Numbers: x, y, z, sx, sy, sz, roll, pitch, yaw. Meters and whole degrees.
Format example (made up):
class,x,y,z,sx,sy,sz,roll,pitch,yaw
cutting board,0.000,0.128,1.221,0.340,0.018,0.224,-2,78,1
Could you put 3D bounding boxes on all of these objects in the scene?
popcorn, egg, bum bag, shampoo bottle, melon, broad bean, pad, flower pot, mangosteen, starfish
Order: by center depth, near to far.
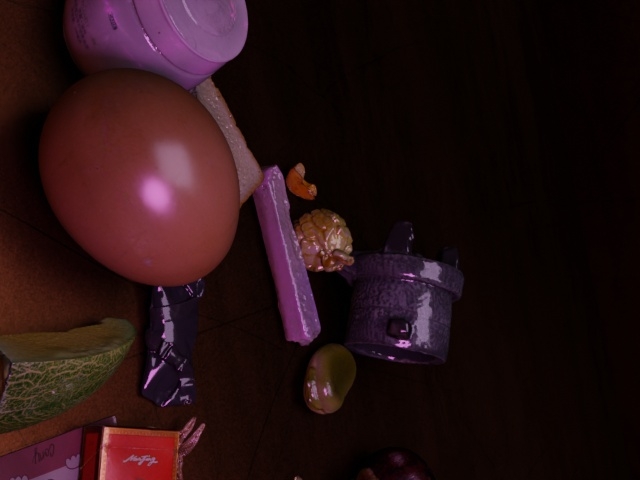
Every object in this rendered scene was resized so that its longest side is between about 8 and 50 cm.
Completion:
class,x,y,z,sx,sy,sz,roll,pitch,yaw
melon,-0.393,0.195,1.350,0.124,0.196,0.323,55,31,15
pad,-0.420,0.413,1.369,0.299,0.005,0.202,-11,89,-52
egg,-0.286,-0.100,1.426,0.374,0.301,0.301,53,44,-15
shampoo bottle,-0.289,-0.389,1.528,0.273,0.266,0.273,24,60,-48
starfish,-0.262,0.386,1.547,0.133,0.041,0.130,-10,83,-25
bum bag,-0.264,0.175,1.582,0.123,0.060,0.248,11,73,-50
broad bean,0.015,0.299,1.892,0.124,0.082,0.174,57,33,-25
popcorn,0.000,0.000,1.902,0.141,0.162,0.136,-1,118,-16
mangosteen,0.162,0.558,1.919,0.210,0.209,0.210,17,68,-48
flower pot,0.171,0.120,1.983,0.299,0.299,0.283,27,69,-45

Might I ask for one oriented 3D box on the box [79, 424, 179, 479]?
class,x,y,z,sx,sy,sz,roll,pitch,yaw
box,-0.317,0.427,1.426,0.153,0.074,0.240,14,71,-38

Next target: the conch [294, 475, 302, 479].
class,x,y,z,sx,sy,sz,roll,pitch,yaw
conch,-0.015,0.608,1.718,0.143,0.137,0.251,-20,96,-51

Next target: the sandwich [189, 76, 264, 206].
class,x,y,z,sx,sy,sz,roll,pitch,yaw
sandwich,-0.241,-0.167,1.667,0.254,0.099,0.288,-48,118,-46

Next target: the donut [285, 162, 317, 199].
class,x,y,z,sx,sy,sz,roll,pitch,yaw
donut,-0.037,-0.131,1.946,0.083,0.067,0.038,25,36,-8

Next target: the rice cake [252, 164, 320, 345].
class,x,y,z,sx,sy,sz,roll,pitch,yaw
rice cake,-0.076,0.035,1.846,0.064,0.070,0.399,-16,93,-48
